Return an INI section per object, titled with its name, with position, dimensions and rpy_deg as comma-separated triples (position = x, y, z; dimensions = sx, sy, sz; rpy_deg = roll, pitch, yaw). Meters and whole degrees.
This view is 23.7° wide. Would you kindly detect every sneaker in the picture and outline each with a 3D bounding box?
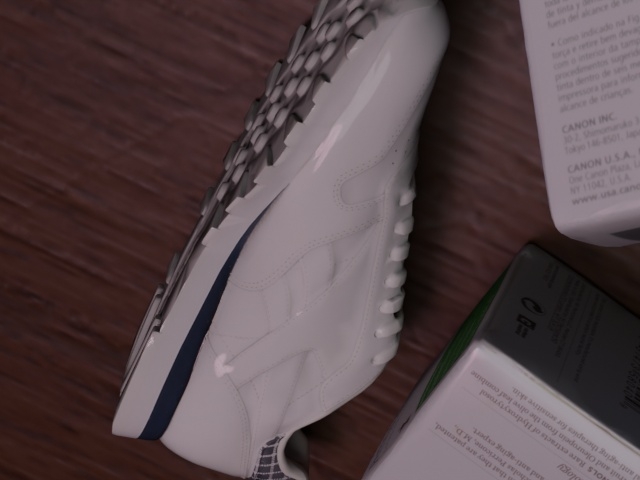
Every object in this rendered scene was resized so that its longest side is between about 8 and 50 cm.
[sneaker]
position = 0.000, 0.000, 0.607
dimensions = 0.095, 0.090, 0.235
rpy_deg = 25, 122, -9

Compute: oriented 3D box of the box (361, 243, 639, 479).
[box]
position = 0.088, 0.075, 0.591
dimensions = 0.102, 0.101, 0.087
rpy_deg = 35, 118, 3

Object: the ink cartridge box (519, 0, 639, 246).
[ink cartridge box]
position = 0.148, -0.129, 0.468
dimensions = 0.189, 0.066, 0.232
rpy_deg = -14, 74, 36
